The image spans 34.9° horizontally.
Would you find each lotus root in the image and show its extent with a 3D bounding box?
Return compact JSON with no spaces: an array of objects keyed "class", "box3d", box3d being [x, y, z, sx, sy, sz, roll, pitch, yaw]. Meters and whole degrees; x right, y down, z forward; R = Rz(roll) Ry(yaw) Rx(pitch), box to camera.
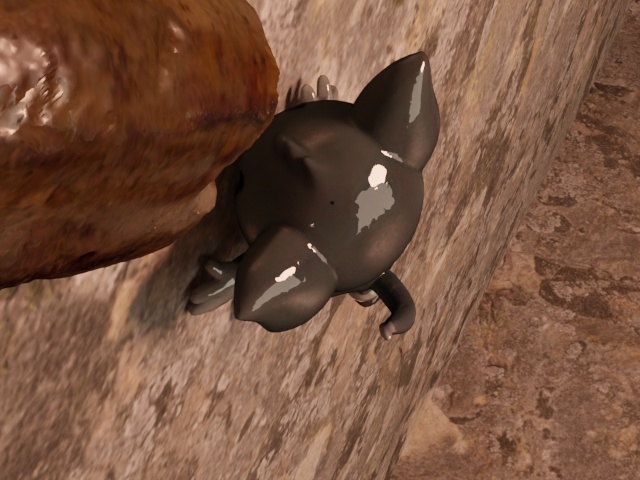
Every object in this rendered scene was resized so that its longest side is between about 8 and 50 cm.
[{"class":"lotus root","box3d":[-0.094,-0.046,0.398,0.329,0.078,0.167,-25,133,-68]}]

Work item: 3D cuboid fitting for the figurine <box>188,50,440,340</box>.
[{"class":"figurine","box3d":[0.004,0.004,0.694,0.193,0.140,0.265,-46,144,-13]}]
